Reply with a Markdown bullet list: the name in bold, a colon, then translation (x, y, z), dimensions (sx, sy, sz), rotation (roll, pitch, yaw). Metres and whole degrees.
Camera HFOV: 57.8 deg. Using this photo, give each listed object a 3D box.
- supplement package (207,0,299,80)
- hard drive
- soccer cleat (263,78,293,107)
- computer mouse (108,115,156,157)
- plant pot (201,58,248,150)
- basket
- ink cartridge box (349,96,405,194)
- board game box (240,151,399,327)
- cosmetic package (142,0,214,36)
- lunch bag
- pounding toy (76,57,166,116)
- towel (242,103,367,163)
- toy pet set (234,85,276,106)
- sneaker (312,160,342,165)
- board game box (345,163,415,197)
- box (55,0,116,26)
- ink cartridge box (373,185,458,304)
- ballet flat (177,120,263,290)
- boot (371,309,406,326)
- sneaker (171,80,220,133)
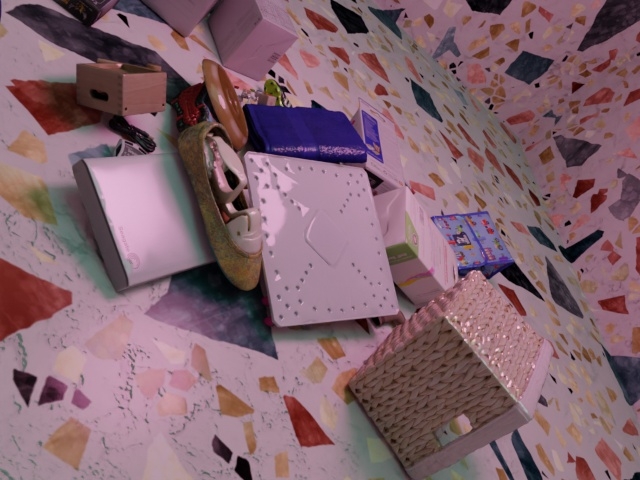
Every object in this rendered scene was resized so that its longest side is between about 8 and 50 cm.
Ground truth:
- **supplement package**: translation (-0.204, -0.631, 1.728), dimensions (0.149, 0.194, 0.203), rotation (11, 50, -47)
- **hard drive**: translation (-0.284, -0.056, 1.133), dimensions (0.353, 0.047, 0.233), rotation (-19, 88, -56)
- **soccer cleat**: translation (-0.113, -0.404, 1.749), dimensions (0.179, 0.060, 0.072), rotation (61, 23, 4)
- **computer mouse**: translation (-0.388, -0.171, 1.175), dimensions (0.106, 0.042, 0.193), rotation (34, 30, -34)
- **plant pot**: translation (-0.229, -0.339, 1.440), dimensions (0.236, 0.032, 0.236), rotation (-19, 90, -85)
- **basket**: translation (0.288, 0.289, 1.292), dimensions (0.266, 0.328, 0.331), rotation (49, 32, 5)
- **ink cartridge box**: translation (0.182, -0.303, 1.899), dimensions (0.176, 0.069, 0.371), rotation (29, 41, -28)
- **board game box**: translation (0.000, 0.000, 1.356), dimensions (0.390, 0.050, 0.390), rotation (2, 71, -43)
- **cosmetic package**: translation (-0.345, -0.852, 1.588), dimensions (0.327, 0.394, 0.329), rotation (39, 35, -19)
- **lunch bag**: translation (0.505, 0.018, 2.051), dimensions (0.293, 0.138, 0.221), rotation (0, 58, -37)
- **pounding toy**: translation (-0.416, -0.328, 1.242), dimensions (0.181, 0.094, 0.206), rotation (18, 23, 22)
- **towel**: translation (-0.045, -0.280, 1.574), dimensions (0.308, 0.076, 0.227), rotation (-2, 45, -25)
- **toy pet set**: translation (-0.179, -0.393, 1.667), dimensions (0.114, 0.065, 0.122), rotation (25, 18, 27)
- **sneaker**: translation (-0.035, -0.174, 1.570), dimensions (0.282, 0.099, 0.153), rotation (-7, 50, -42)
- **board game box**: translation (0.181, -0.233, 1.939), dimensions (0.305, 0.053, 0.193), rotation (49, 32, -2)
- **box**: translation (-0.596, -0.629, 1.364), dimensions (0.231, 0.056, 0.183), rotation (37, 34, -22)
- **ink cartridge box**: translation (0.271, 0.040, 1.643), dimensions (0.353, 0.119, 0.207), rotation (46, 38, -39)
- **ballet flat**: translation (-0.178, -0.072, 1.145), dimensions (0.123, 0.123, 0.348), rotation (-21, 90, -57)
- **boot**: translation (0.169, 0.197, 1.503), dimensions (0.118, 0.042, 0.087), rotation (51, 38, 3)
- **sneaker**: translation (-0.286, -0.283, 1.392), dimensions (0.262, 0.104, 0.125), rotation (-101, 168, -48)
